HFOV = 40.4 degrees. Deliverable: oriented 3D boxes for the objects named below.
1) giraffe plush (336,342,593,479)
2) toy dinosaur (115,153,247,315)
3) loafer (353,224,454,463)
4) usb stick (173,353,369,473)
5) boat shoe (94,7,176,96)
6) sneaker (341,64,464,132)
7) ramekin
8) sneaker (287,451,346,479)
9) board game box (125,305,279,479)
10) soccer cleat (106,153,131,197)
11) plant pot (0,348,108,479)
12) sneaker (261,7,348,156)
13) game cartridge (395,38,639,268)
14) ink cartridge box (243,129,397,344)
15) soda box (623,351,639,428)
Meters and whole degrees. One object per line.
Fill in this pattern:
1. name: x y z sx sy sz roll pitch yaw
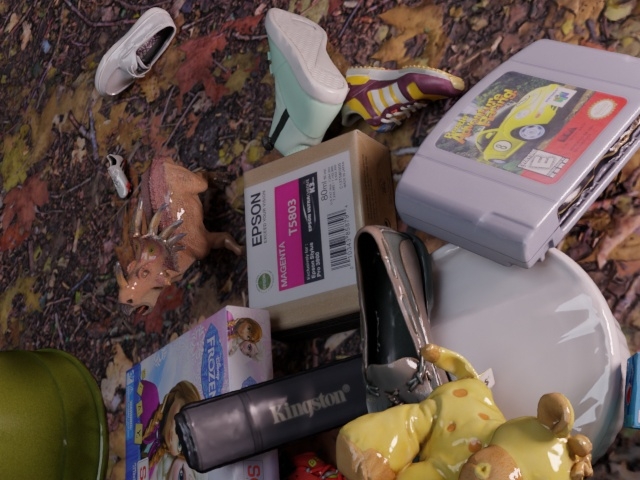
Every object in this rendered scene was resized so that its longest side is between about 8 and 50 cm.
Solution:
1. giraffe plush: 0.141 0.197 0.726 0.210 0.181 0.170 -48 28 -21
2. toy dinosaur: -0.213 -0.040 1.229 0.127 0.200 0.296 -34 57 25
3. loafer: 0.072 0.112 0.872 0.096 0.084 0.268 -21 63 31
4. usb stick: -0.029 0.189 0.988 0.077 0.277 0.045 69 154 17
5. boat shoe: -0.313 -0.311 1.487 0.184 0.066 0.063 -44 53 7
6. sneaker: 0.104 -0.178 1.122 0.185 0.069 0.084 10 91 46
7. ramekin: 0.195 0.136 0.908 0.272 0.127 0.273 -12 70 35
8. sneaker: 0.006 0.302 1.019 0.279 0.107 0.118 -27 56 28
9. board game box: -0.161 0.282 1.108 0.318 0.065 0.319 -34 54 48
10. soccer cleat: -0.339 -0.108 1.454 0.029 0.035 0.083 -29 60 27
11. plant pot: -0.576 0.319 1.298 0.366 0.353 0.367 -13 69 35
12. sneaker: -0.047 -0.219 1.231 0.151 0.094 0.256 -63 30 34
13. game cartridge: 0.222 -0.107 0.923 0.196 0.060 0.294 22 60 44
14. ink cartridge box: 0.000 0.000 1.126 0.193 0.088 0.235 -17 67 31
15. soda box: 0.377 0.143 0.752 0.210 0.071 0.067 6 79 14
